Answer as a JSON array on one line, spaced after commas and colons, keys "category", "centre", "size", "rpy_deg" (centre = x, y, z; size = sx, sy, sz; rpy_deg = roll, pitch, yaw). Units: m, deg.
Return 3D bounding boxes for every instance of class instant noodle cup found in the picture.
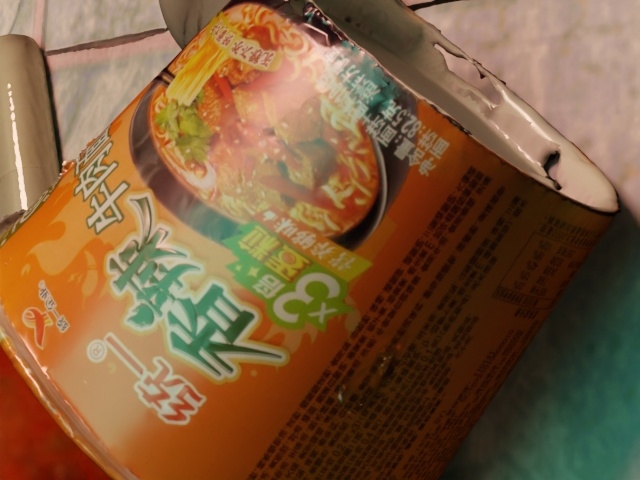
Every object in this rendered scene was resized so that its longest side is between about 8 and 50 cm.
[{"category": "instant noodle cup", "centre": [0.000, 0.000, 0.596], "size": [0.182, 0.230, 0.230], "rpy_deg": [-51, 52, 18]}]

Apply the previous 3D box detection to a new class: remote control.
[{"category": "remote control", "centre": [-0.195, 0.013, 0.912], "size": [0.090, 0.038, 0.309], "rpy_deg": [-30, 63, 41]}]

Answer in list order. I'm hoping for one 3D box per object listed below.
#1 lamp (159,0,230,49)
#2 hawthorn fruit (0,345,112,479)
[{"category": "lamp", "centre": [-0.030, -0.129, 0.716], "size": [0.105, 0.105, 0.105], "rpy_deg": [-8, 79, 45]}, {"category": "hawthorn fruit", "centre": [-0.133, 0.191, 0.710], "size": [0.254, 0.254, 0.300], "rpy_deg": [-28, 92, 40]}]
